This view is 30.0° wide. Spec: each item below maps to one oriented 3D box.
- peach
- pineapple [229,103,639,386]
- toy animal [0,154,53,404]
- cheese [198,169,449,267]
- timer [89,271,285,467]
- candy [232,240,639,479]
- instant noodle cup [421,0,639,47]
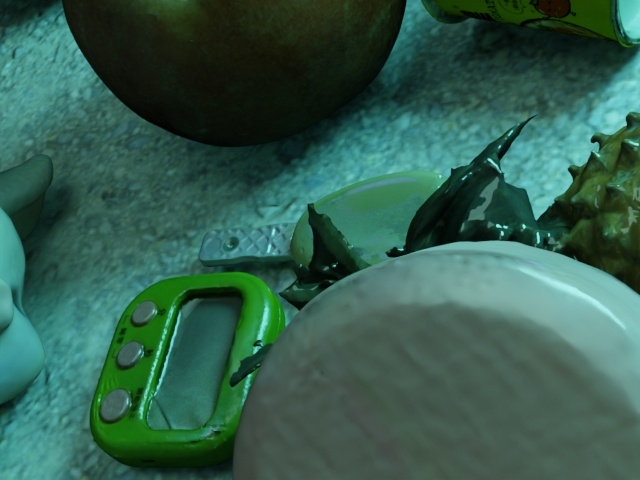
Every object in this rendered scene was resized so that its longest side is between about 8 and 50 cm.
[{"bbox_3d":[-0.056,-0.185,0.870,0.252,0.252,0.252,-14,50,18],"label":"peach"},{"bbox_3d":[0.117,0.017,0.676,0.365,0.165,0.165,-19,49,16],"label":"pineapple"},{"bbox_3d":[-0.327,0.050,0.866,0.241,0.196,0.367,15,66,37],"label":"toy animal"},{"bbox_3d":[0.000,0.000,0.833,0.192,0.037,0.097,-6,52,25],"label":"cheese"},{"bbox_3d":[-0.088,0.088,0.807,0.128,0.047,0.140,-5,54,27],"label":"timer"},{"bbox_3d":[0.082,0.117,0.583,0.255,0.094,0.255,2,96,23],"label":"candy"},{"bbox_3d":[0.171,-0.221,0.826,0.144,0.182,0.182,23,69,29],"label":"instant noodle cup"}]
